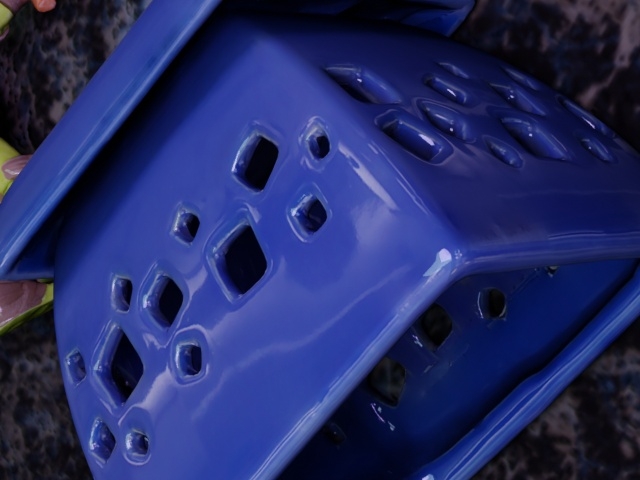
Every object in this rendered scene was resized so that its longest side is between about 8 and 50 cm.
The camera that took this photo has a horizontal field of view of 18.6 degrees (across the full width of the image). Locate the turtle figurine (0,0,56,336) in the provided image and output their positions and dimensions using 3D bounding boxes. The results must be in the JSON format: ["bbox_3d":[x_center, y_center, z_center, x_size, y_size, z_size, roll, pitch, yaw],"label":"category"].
[{"bbox_3d":[-0.202,-0.068,1.106,0.269,0.087,0.217,-41,77,30],"label":"turtle figurine"}]

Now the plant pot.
[{"bbox_3d":[0.000,0.000,0.917,0.236,0.236,0.212,-49,66,28],"label":"plant pot"}]
